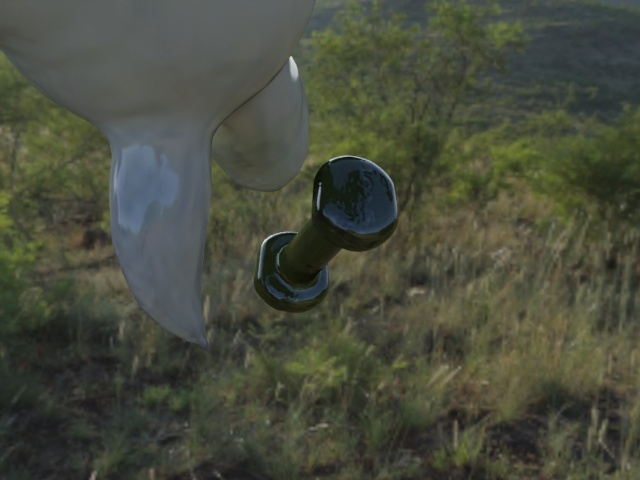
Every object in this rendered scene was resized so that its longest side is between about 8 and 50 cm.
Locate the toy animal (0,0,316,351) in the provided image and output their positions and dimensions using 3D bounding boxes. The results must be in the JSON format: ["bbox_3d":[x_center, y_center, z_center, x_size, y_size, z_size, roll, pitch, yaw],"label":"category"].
[{"bbox_3d":[-0.050,-0.143,0.360,0.241,0.368,0.196,22,40,11],"label":"toy animal"}]

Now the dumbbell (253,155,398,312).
[{"bbox_3d":[0.000,0.000,0.470,0.046,0.052,0.118,10,-28,-19],"label":"dumbbell"}]
